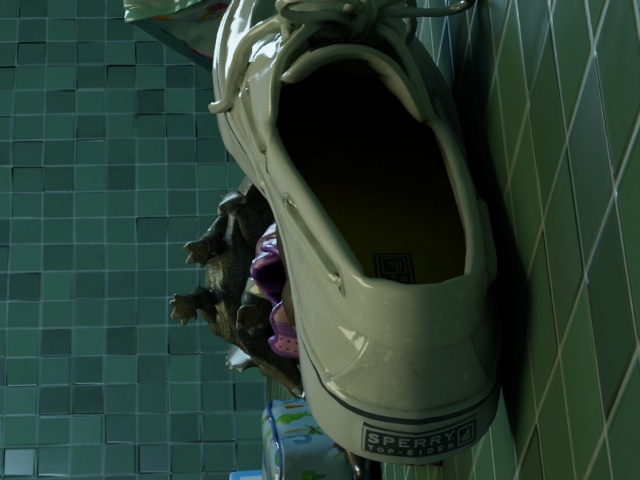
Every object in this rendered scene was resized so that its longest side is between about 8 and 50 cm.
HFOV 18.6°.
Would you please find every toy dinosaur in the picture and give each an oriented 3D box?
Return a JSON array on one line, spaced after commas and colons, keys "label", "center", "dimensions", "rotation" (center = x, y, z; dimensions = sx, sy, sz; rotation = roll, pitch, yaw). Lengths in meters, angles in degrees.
[{"label": "toy dinosaur", "center": [-0.086, 0.022, 2.075], "dimensions": [0.160, 0.121, 0.313], "rotation": [-2, -95, -78]}]

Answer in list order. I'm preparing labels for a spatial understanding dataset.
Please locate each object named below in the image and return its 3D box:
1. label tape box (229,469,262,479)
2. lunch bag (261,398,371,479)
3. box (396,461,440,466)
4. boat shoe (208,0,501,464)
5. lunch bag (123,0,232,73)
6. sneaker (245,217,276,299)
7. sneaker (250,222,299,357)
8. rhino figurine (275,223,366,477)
[{"label": "label tape box", "center": [-0.047, 0.469, 2.193], "dimensions": [0.249, 0.115, 0.347], "rotation": [-98, 9, -59]}, {"label": "lunch bag", "center": [-0.004, 0.232, 1.648], "dimensions": [0.219, 0.090, 0.176], "rotation": [-119, 29, -82]}, {"label": "box", "center": [0.054, 0.044, 1.257], "dimensions": [0.164, 0.021, 0.201], "rotation": [124, 144, -83]}, {"label": "boat shoe", "center": [0.015, -0.069, 0.990], "dimensions": [0.367, 0.136, 0.156], "rotation": [-100, 9, -49]}, {"label": "lunch bag", "center": [-0.064, -0.276, 1.856], "dimensions": [0.262, 0.160, 0.223], "rotation": [24, -123, -54]}, {"label": "sneaker", "center": [-0.010, 0.012, 1.922], "dimensions": [0.222, 0.083, 0.118], "rotation": [39, -109, -83]}, {"label": "sneaker", "center": [0.000, 0.000, 1.439], "dimensions": [0.095, 0.105, 0.236], "rotation": [91, 177, -48]}, {"label": "rhino figurine", "center": [0.011, 0.031, 1.207], "dimensions": [0.106, 0.073, 0.243], "rotation": [91, 176, -65]}]
